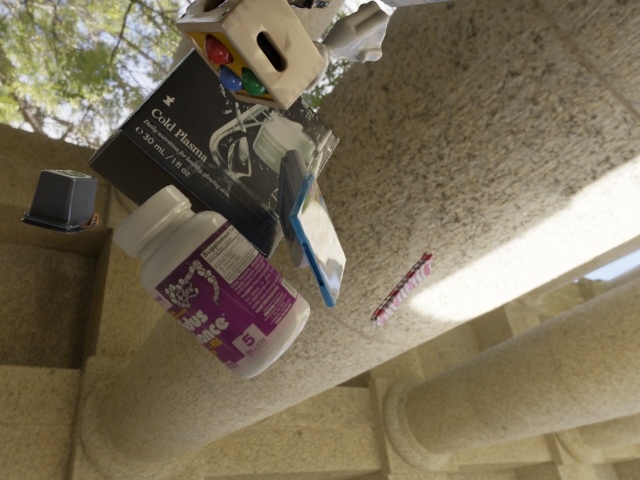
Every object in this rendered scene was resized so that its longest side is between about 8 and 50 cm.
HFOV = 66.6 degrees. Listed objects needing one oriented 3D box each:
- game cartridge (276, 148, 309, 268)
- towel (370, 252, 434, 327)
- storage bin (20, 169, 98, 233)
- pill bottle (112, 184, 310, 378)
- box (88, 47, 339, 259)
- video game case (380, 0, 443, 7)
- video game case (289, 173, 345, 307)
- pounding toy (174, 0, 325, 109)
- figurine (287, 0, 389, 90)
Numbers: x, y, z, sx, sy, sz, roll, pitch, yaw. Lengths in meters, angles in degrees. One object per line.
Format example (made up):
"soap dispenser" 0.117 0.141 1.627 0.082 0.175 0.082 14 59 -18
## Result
"game cartridge" -0.048 -0.050 1.120 0.062 0.297 0.198 -18 -107 -14
"towel" 0.182 0.117 1.085 0.029 0.144 0.197 40 -95 17
"storage bin" -0.432 -0.070 0.839 0.098 0.091 0.135 15 -173 -6
"pill bottle" -0.174 0.062 0.778 0.301 0.169 0.169 46 -136 -8
"box" -0.275 -0.252 1.374 0.480 0.297 0.472 43 -124 -25
"video game case" 0.089 -0.252 0.449 0.157 0.143 0.019 -7 -74 -52
"video game case" 0.000 0.000 0.731 0.119 0.015 0.166 -73 -33 -52
"pounding toy" -0.127 -0.265 0.611 0.094 0.206 0.181 -52 -48 -10
"figurine" -0.020 -0.355 0.795 0.209 0.092 0.215 -40 -94 -30
